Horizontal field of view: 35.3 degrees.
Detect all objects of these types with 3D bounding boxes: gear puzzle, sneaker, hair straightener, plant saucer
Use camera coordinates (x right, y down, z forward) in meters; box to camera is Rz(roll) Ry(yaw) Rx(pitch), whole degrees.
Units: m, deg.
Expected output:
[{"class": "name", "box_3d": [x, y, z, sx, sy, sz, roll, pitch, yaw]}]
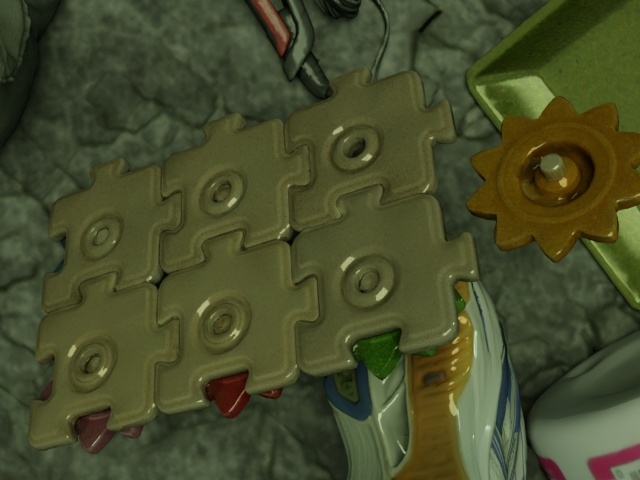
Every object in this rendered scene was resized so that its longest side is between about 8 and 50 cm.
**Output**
[{"class": "gear puzzle", "box_3d": [0.000, 0.000, 0.521, 0.339, 0.044, 0.175, -17, 55, 20]}, {"class": "sneaker", "box_3d": [0.066, 0.146, 0.510, 0.112, 0.131, 0.296, -8, 61, 31]}, {"class": "hair straightener", "box_3d": [-0.021, -0.184, 0.601, 0.089, 0.047, 0.230, -32, 89, -5]}, {"class": "plant saucer", "box_3d": [0.200, -0.071, 0.562, 0.045, 0.188, 0.188, -37, 90, -37]}]

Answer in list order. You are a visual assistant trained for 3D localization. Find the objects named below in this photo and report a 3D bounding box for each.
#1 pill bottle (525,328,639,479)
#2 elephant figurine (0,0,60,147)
[{"class": "pill bottle", "box_3d": [0.246, 0.184, 0.541, 0.160, 0.160, 0.283, -29, 89, -5]}, {"class": "elephant figurine", "box_3d": [-0.226, -0.125, 0.488, 0.186, 0.239, 0.169, 39, 85, -1]}]
